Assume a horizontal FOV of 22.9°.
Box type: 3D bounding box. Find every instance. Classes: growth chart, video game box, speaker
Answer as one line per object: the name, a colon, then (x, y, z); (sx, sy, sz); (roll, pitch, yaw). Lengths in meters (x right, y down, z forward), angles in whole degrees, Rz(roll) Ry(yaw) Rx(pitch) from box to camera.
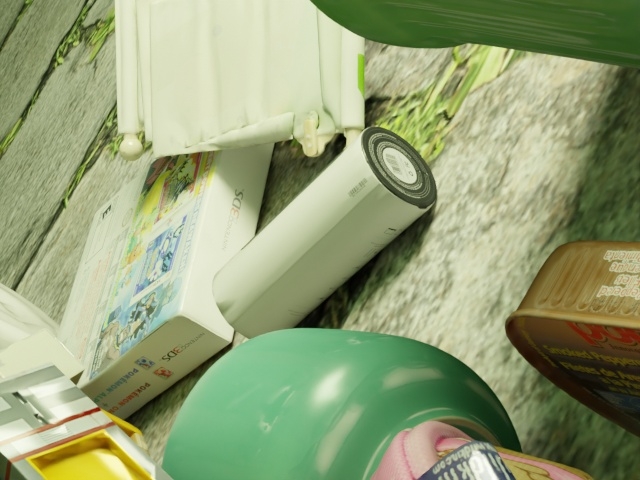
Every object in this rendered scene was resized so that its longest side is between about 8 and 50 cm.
growth chart: (-0.057, -0.130, 1.015); (0.237, 0.021, 0.172); (2, 85, 42)
video game box: (-0.112, 0.020, 1.076); (0.187, 0.048, 0.205); (-39, 29, 41)
speaker: (0.000, 0.000, 0.868); (0.136, 0.055, 0.055); (-43, 27, 32)

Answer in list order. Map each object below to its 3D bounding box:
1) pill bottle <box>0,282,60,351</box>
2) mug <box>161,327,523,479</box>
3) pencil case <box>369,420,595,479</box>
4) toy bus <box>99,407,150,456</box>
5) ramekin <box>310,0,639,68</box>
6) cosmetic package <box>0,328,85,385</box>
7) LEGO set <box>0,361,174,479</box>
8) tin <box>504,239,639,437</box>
pill bottle: (-0.331, 0.169, 1.162); (0.319, 0.176, 0.176); (-57, 23, 1)
mug: (0.023, 0.111, 0.612); (0.129, 0.158, 0.097); (-44, 24, -28)
pencil case: (-0.013, 0.242, 0.463); (0.160, 0.167, 0.386); (38, 98, 27)
toy bus: (-0.185, 0.184, 0.941); (0.191, 0.104, 0.202); (-29, 35, 49)
ramekin: (0.114, -0.209, 0.594); (0.148, 0.303, 0.303); (19, 75, 33)
cosmetic package: (-0.202, 0.116, 1.020); (0.060, 0.041, 0.115); (-30, -23, -49)
LEGO set: (-0.157, 0.199, 0.573); (0.192, 0.255, 0.331); (38, 136, 33)
tin: (0.132, 0.040, 0.484); (0.040, 0.106, 0.189); (-62, 24, -11)
